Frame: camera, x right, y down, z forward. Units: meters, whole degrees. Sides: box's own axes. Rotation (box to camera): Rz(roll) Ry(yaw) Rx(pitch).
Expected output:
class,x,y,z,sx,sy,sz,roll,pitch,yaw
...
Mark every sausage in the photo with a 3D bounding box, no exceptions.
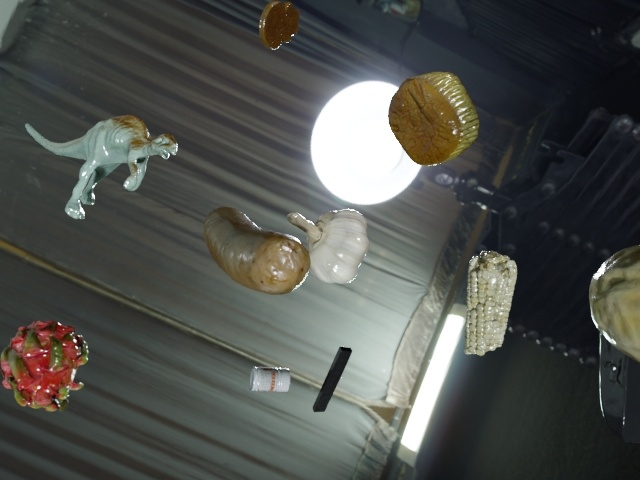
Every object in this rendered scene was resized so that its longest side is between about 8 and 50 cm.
class,x,y,z,sx,sy,sz,roll,pitch,yaw
sausage,-0.170,0.014,1.020,0.136,0.123,0.500,-62,-151,-3

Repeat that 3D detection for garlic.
class,x,y,z,sx,sy,sz,roll,pitch,yaw
garlic,0.000,0.000,1.142,0.199,0.226,0.199,-33,-137,38

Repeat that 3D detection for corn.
class,x,y,z,sx,sy,sz,roll,pitch,yaw
corn,0.314,0.124,0.865,0.087,0.087,0.211,-80,170,-76

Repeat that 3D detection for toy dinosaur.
class,x,y,z,sx,sy,sz,roll,pitch,yaw
toy dinosaur,-0.415,-0.150,0.860,0.092,0.392,0.206,24,93,-57

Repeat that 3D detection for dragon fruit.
class,x,y,z,sx,sy,sz,roll,pitch,yaw
dragon fruit,-0.573,0.266,0.974,0.167,0.160,0.172,65,15,-51

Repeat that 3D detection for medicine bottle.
class,x,y,z,sx,sy,sz,roll,pitch,yaw
medicine bottle,-0.121,0.332,1.116,0.057,0.089,0.057,-172,-90,-74

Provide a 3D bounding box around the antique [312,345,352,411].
class,x,y,z,sx,sy,sz,roll,pitch,yaw
antique,0.026,0.316,1.053,0.015,0.031,0.192,-119,-136,-54

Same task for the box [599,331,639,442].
class,x,y,z,sx,sy,sz,roll,pitch,yaw
box,0.410,0.138,0.581,0.042,0.201,0.213,-8,-108,56

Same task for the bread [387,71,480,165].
class,x,y,z,sx,sy,sz,roll,pitch,yaw
bread,0.318,-0.347,1.329,0.142,0.254,0.227,-29,176,-35

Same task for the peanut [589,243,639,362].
class,x,y,z,sx,sy,sz,roll,pitch,yaw
peanut,0.341,0.054,0.376,0.224,0.129,0.129,-10,-128,61

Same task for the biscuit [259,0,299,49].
class,x,y,z,sx,sy,sz,roll,pitch,yaw
biscuit,-0.115,-0.595,1.287,0.175,0.026,0.124,-41,149,-49
